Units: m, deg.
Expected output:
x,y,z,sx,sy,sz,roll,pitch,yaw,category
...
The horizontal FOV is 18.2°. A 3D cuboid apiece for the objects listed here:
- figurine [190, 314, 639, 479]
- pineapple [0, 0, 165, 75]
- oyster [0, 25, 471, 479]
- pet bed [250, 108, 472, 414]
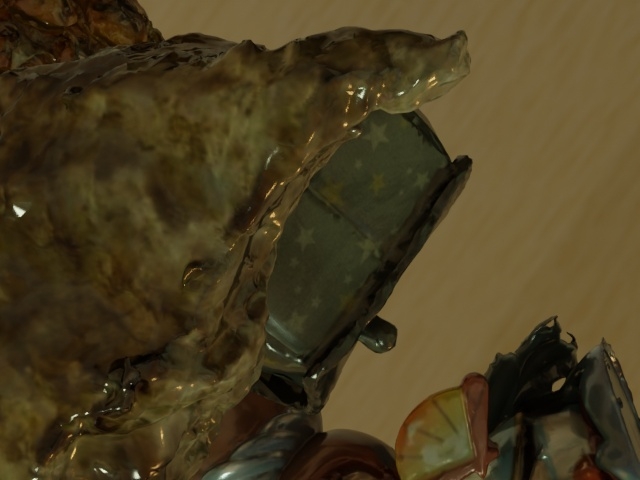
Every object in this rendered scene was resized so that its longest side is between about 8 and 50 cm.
x,y,z,sx,sy,sz,roll,pitch,yaw,category
0.085,0.208,1.695,0.248,0.388,0.276,-97,-19,-52,figurine
-0.291,-0.112,1.685,0.352,0.300,0.352,37,158,18,pineapple
-0.117,0.016,0.940,0.204,0.396,0.111,35,-175,0,oyster
0.000,0.000,1.402,0.159,0.211,0.183,43,161,-19,pet bed
